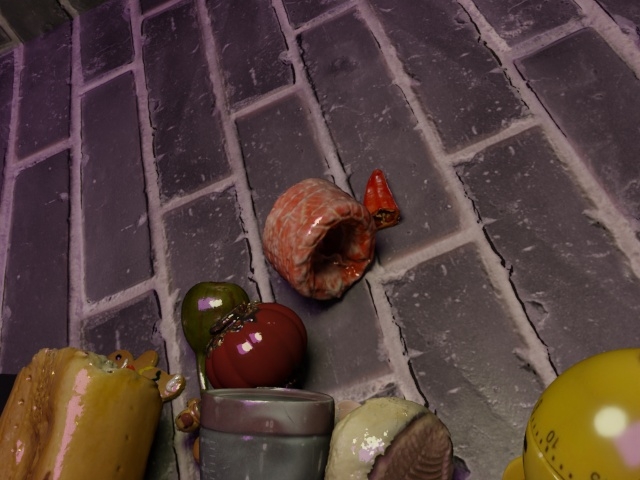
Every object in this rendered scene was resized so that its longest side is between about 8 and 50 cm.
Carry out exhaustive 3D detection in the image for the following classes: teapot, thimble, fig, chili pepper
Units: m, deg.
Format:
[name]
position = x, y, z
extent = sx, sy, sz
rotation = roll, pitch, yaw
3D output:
[teapot]
position = -0.122, 0.422, 1.339
extent = 0.315, 0.233, 0.312
rotation = -7, 77, 59
[thimble]
position = 0.000, 0.000, 1.627
extent = 0.239, 0.239, 0.162
rotation = -44, 47, -11
[fig]
position = -0.243, 0.219, 1.672
extent = 0.152, 0.151, 0.259
rotation = 5, 85, 29
[chili pepper]
position = 0.137, -0.108, 1.758
extent = 0.088, 0.065, 0.168
rotation = -15, 46, 14

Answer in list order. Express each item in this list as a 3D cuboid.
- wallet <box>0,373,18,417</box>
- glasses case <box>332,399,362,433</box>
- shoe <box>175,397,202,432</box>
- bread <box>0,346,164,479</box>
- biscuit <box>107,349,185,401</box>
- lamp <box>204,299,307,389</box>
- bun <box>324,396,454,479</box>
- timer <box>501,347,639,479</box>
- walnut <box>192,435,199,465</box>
[wallet]
position = -0.720, 0.425, 1.773
extent = 0.323, 0.041, 0.247
rotation = -5, 52, 25
[glasses case]
position = 0.025, 0.396, 1.422
extent = 0.081, 0.051, 0.204
rotation = 11, 61, 31
[shoe]
position = -0.253, 0.364, 1.560
extent = 0.069, 0.072, 0.109
rotation = -34, 12, 19
[bread]
position = -0.490, 0.432, 1.510
extent = 0.361, 0.250, 0.394
rotation = -11, 61, 44
[biscuit]
position = -0.420, 0.319, 1.713
extent = 0.240, 0.035, 0.158
rotation = 23, 65, 36
[lamp]
position = -0.126, 0.230, 1.531
extent = 0.227, 0.227, 0.226
rotation = -13, 50, 16
[bun]
position = 0.100, 0.384, 1.269
extent = 0.152, 0.259, 0.259
rotation = 17, 63, 46
[timer]
position = 0.450, 0.362, 1.085
extent = 0.376, 0.376, 0.386
rotation = 36, 118, 40
[walnut]
position = -0.210, 0.417, 1.521
extent = 0.121, 0.052, 0.091
rotation = -16, 52, 17
